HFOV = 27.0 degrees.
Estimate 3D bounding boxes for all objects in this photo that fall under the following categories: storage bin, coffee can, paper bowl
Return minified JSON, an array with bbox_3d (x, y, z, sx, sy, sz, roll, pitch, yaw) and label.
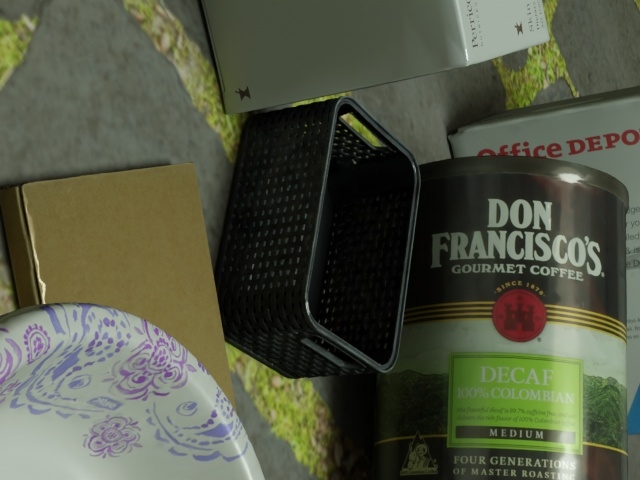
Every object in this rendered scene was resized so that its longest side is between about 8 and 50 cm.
[{"bbox_3d":[0.000,0.000,0.971,0.122,0.084,0.180,37,55,-47],"label":"storage bin"},{"bbox_3d":[0.143,0.094,1.057,0.201,0.201,0.275,23,65,-52],"label":"coffee can"},{"bbox_3d":[-0.148,0.180,0.640,0.284,0.148,0.284,34,49,-51],"label":"paper bowl"}]

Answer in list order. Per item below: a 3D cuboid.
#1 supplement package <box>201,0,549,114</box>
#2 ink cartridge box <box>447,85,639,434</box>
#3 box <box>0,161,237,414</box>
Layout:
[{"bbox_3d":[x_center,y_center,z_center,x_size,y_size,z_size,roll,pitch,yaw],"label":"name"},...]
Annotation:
[{"bbox_3d":[0.021,-0.241,0.943,0.145,0.204,0.262,-26,105,-54],"label":"supplement package"},{"bbox_3d":[0.275,0.017,1.247,0.129,0.223,0.307,-27,105,-55],"label":"ink cartridge box"},{"bbox_3d":[-0.119,0.056,0.838,0.164,0.021,0.201,-13,94,-56],"label":"box"}]
